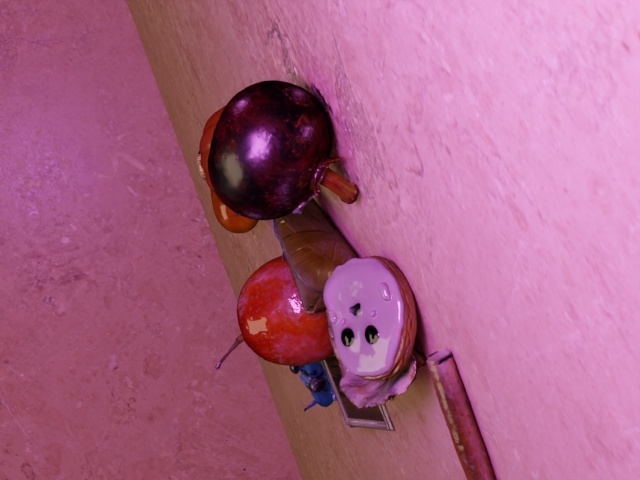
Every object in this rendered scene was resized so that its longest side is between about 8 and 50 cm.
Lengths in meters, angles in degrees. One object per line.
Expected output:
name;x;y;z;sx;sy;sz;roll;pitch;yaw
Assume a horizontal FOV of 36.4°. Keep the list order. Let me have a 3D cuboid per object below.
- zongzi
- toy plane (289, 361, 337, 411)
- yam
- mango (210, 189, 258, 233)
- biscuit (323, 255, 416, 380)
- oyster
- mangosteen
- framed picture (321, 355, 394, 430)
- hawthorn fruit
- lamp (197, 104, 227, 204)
zongzi;0.000;0.000;1.781;0.228;0.115;0.256;69;161;9
toy plane;-0.005;0.331;2.374;0.254;0.105;0.271;40;148;36
yam;0.219;0.293;1.471;0.046;0.046;0.263;-179;70;-77
mango;-0.224;-0.117;2.506;0.151;0.121;0.221;83;169;-53
biscuit;0.075;0.124;1.573;0.181;0.049;0.208;-31;63;44
oyster;0.084;0.187;1.730;0.396;0.111;0.204;143;110;-72
mangosteen;-0.054;-0.134;1.610;0.262;0.235;0.235;26;158;7
framed picture;0.071;0.322;2.126;0.197;0.014;0.252;68;158;0
hawthorn fruit;-0.063;0.139;1.981;0.231;0.263;0.234;156;114;-68
lamp;-0.141;-0.163;1.905;0.223;0.197;0.223;-8;-90;-66
